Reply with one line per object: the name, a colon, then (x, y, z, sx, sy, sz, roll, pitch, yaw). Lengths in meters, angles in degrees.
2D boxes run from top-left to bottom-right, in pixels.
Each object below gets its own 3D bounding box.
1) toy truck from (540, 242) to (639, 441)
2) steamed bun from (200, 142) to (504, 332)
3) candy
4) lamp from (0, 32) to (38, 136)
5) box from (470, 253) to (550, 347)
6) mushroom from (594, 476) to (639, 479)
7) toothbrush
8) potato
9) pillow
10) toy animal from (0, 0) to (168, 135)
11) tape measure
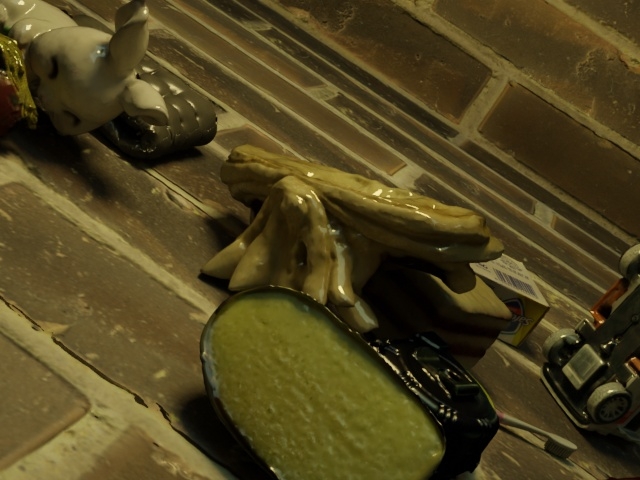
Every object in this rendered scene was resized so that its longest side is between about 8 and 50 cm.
toy truck: (0.546, 0.140, 1.412, 0.207, 0.387, 0.173, 28, 20, -32)
steamed bun: (0.000, 0.000, 1.181, 0.428, 0.189, 0.247, 20, 7, 30)
candy: (0.115, 0.050, 1.349, 0.179, 0.135, 0.321, 9, 33, -48)
lamp: (-0.439, -0.201, 1.119, 0.156, 0.135, 0.157, 38, 23, 17)
box: (0.246, 0.061, 1.557, 0.265, 0.097, 0.168, 25, 21, -19)
mushroom: (0.314, 0.376, 0.820, 0.334, 0.356, 0.331, -21, 48, -18)
toothbrush: (0.231, 0.239, 1.244, 0.286, 0.025, 0.020, 27, 23, -10)
potato: (-0.011, 0.172, 0.911, 0.271, 0.160, 0.111, 42, -20, 18)
pillow: (-0.336, -0.252, 1.447, 0.326, 0.101, 0.228, 34, 24, 10)
toy animal: (-0.343, -0.246, 1.233, 0.325, 0.208, 0.154, 1, 21, 26)
tape measure: (0.128, 0.192, 1.077, 0.199, 0.112, 0.186, 3, 37, -50)
